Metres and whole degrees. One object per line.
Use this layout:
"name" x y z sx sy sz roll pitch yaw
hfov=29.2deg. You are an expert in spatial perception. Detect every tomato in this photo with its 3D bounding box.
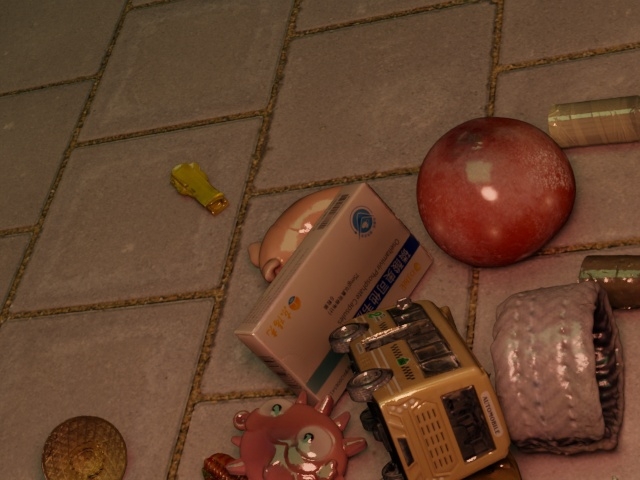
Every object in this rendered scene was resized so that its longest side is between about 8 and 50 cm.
"tomato" 0.289 -0.090 2.081 0.270 0.227 0.270 -17 41 15

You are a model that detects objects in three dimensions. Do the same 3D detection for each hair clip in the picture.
"hair clip" -0.249 -0.111 2.513 0.072 0.046 0.173 -39 45 -16

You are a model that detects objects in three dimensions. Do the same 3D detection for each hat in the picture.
"hat" -0.404 0.376 2.119 0.146 0.067 0.146 1 78 -6

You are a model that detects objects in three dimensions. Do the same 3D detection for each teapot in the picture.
"teapot" 0.517 -0.219 2.203 0.200 0.077 0.107 -3 28 25

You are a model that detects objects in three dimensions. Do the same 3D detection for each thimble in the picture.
"thimble" 0.348 0.187 1.799 0.157 0.217 0.245 -10 64 25

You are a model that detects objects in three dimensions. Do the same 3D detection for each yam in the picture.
"yam" 0.537 0.064 1.902 0.259 0.093 0.093 -1 49 27

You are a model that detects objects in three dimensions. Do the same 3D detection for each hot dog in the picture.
"hot dog" -0.139 0.388 1.980 0.062 0.038 0.144 -45 45 -18

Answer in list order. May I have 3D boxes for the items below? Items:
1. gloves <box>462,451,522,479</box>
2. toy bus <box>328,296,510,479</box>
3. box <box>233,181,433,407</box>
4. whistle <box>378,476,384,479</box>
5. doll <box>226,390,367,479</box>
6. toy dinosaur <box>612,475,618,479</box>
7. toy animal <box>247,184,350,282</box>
"gloves" 0.221 0.405 1.700 0.154 0.141 0.331 -11 45 20
"toy bus" 0.143 0.217 1.809 0.202 0.176 0.365 -22 17 -1
"box" 0.029 0.090 2.061 0.065 0.200 0.343 -7 41 56
"whistle" 0.076 0.411 1.786 0.134 0.142 0.346 26 53 32
"doll" -0.034 0.339 1.927 0.262 0.093 0.211 36 71 31
"toy dinosaur" 0.340 0.433 1.655 0.129 0.076 0.383 34 75 19
"toy animal" -0.003 -0.005 2.200 0.250 0.154 0.166 -35 0 -6
